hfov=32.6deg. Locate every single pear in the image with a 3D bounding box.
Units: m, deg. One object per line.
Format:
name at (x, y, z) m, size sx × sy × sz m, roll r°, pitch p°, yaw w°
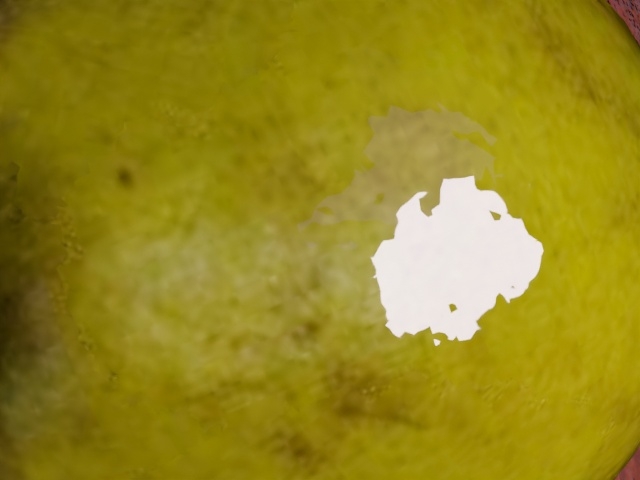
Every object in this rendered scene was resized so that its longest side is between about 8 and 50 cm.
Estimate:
pear at (0.000, 0.000, 0.496) m, size 0.413 × 0.352 × 0.352 m, roll -5°, pitch 78°, yaw -54°
